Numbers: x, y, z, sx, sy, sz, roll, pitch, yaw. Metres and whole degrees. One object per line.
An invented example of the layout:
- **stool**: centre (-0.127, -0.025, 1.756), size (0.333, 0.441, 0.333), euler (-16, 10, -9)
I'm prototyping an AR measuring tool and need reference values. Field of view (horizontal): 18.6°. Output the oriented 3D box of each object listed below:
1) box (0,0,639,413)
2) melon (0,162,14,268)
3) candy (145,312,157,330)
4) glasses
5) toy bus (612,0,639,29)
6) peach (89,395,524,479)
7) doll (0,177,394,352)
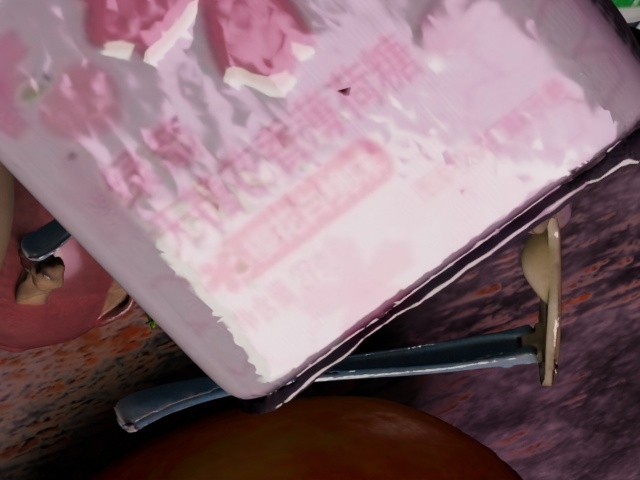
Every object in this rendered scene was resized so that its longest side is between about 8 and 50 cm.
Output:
- **box**: centre (-0.065, -0.127, 0.622), size (0.190, 0.112, 0.370), euler (-35, 114, 15)
- **melon**: centre (-0.242, -0.043, 0.693), size (0.223, 0.223, 0.317), euler (-33, 145, 12)
- **candy**: centre (-0.034, -0.019, 1.062), size (0.178, 0.032, 0.102), euler (-29, 148, 3)
- **glasses**: centre (0.007, 0.022, 0.812), size (0.220, 0.088, 0.190), euler (-24, 139, -4)
- **toy bus**: centre (0.024, -0.142, 0.819), size (0.276, 0.134, 0.165), euler (-6, 142, -28)
- **peach**: centre (-0.007, 0.269, 1.206), size (0.388, 0.388, 0.388), euler (-18, 148, -12)
- **doll**: centre (-0.061, -0.021, 0.923), size (0.256, 0.152, 0.196), euler (3, 166, -20)
